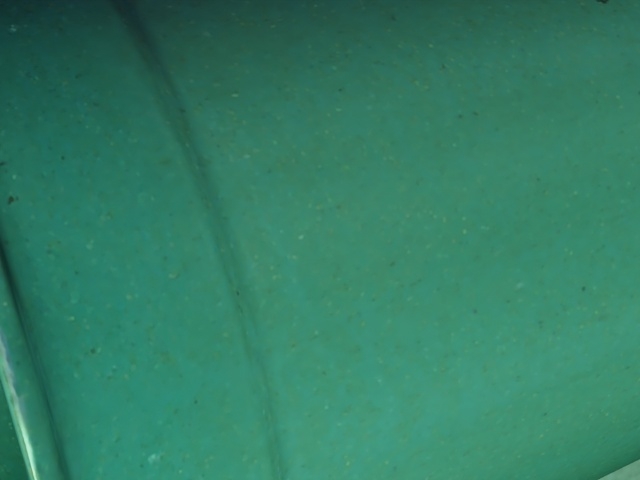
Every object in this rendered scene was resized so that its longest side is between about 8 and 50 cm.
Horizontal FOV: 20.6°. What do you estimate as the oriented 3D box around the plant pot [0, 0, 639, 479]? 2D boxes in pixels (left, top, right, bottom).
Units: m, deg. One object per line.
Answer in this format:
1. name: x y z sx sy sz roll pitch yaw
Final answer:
1. plant pot: 0.000 0.000 0.745 0.334 0.341 0.341 -18 95 -18
